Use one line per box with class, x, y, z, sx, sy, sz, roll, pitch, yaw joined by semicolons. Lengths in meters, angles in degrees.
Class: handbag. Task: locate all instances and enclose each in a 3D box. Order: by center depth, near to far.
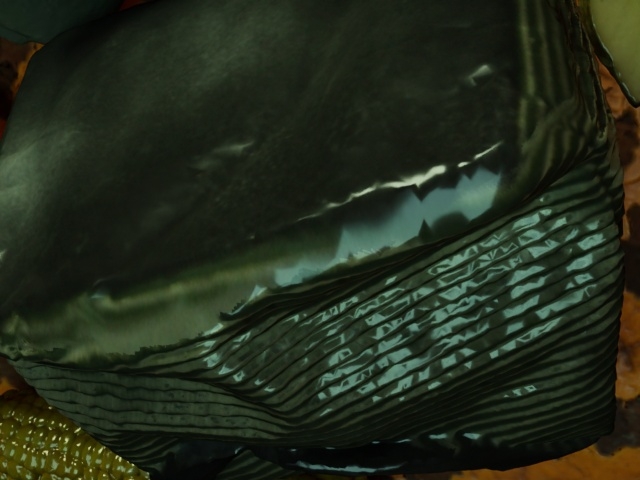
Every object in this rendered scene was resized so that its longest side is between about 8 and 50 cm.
handbag;0.000;0.000;0.569;0.340;0.247;0.240;-14;137;21

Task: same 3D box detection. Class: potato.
potato;0.183;-0.134;0.575;0.096;0.066;0.103;-27;91;-1

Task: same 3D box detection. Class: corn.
corn;-0.112;0.174;0.757;0.312;0.102;0.102;11;112;16

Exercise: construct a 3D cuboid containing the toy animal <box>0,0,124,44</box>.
toy animal;-0.142;-0.242;0.618;0.125;0.127;0.251;35;103;19
